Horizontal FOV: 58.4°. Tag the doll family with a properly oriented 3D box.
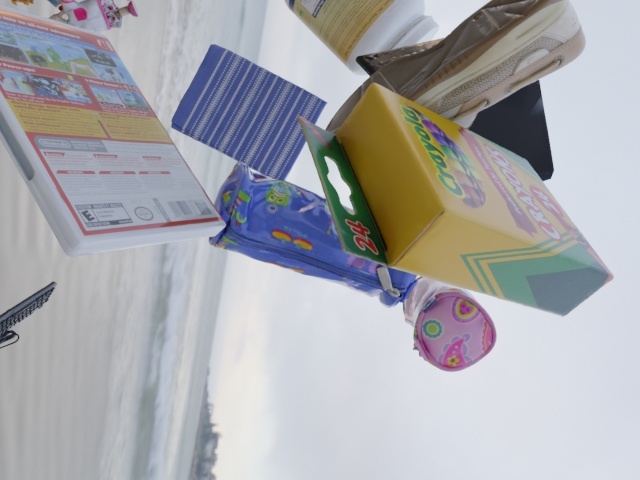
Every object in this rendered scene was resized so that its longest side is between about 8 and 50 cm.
[{"bbox_3d":[-0.381,-0.401,0.804,0.263,0.163,0.118,74,-6,-55],"label":"doll family"}]

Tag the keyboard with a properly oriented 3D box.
[{"bbox_3d":[-0.480,0.139,0.870,0.100,0.038,0.192,-39,-175,33],"label":"keyboard"}]

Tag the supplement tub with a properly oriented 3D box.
[{"bbox_3d":[0.095,-0.529,1.319,0.228,0.316,0.228,-44,179,-1],"label":"supplement tub"}]

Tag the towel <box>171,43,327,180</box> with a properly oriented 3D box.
[{"bbox_3d":[-0.185,-0.320,1.446,0.243,0.336,0.040,-62,179,1],"label":"towel"}]

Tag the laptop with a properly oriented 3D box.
[{"bbox_3d":[0.212,-0.198,0.909,0.137,0.234,0.264,90,-22,-45],"label":"laptop"}]

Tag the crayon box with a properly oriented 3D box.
[{"bbox_3d":[0.142,-0.044,0.599,0.081,0.318,0.202,-50,-140,32],"label":"crayon box"}]

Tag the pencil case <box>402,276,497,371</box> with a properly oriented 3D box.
[{"bbox_3d":[0.196,0.124,0.932,0.284,0.124,0.124,-38,138,-84],"label":"pencil case"}]

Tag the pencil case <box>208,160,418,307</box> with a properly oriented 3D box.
[{"bbox_3d":[0.000,0.000,0.789,0.133,0.306,0.119,-92,-154,-61],"label":"pencil case"}]

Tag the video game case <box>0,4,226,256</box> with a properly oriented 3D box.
[{"bbox_3d":[-0.233,-0.117,0.580,0.025,0.285,0.204,-38,168,25],"label":"video game case"}]

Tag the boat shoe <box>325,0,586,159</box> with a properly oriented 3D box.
[{"bbox_3d":[0.154,-0.178,0.712,0.341,0.110,0.122,-28,-143,26],"label":"boat shoe"}]

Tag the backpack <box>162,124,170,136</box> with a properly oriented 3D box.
[{"bbox_3d":[-0.264,-0.122,0.794,0.098,0.120,0.101,64,-4,-7],"label":"backpack"}]
